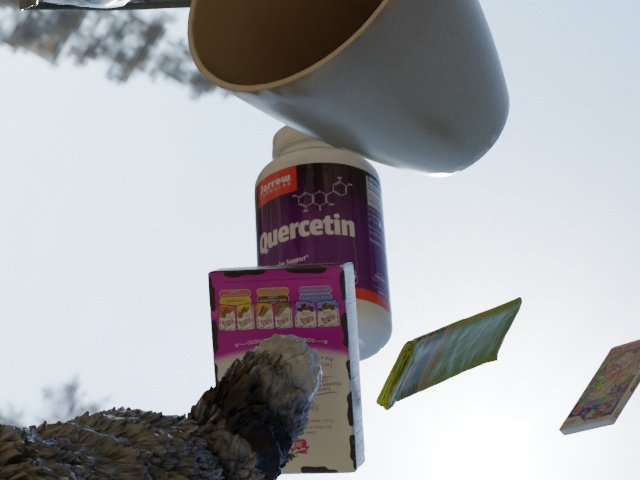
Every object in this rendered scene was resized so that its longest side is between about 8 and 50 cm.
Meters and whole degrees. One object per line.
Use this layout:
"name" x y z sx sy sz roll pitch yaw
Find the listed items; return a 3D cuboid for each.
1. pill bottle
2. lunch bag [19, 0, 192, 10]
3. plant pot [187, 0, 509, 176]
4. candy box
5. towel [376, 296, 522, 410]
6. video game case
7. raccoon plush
"pill bottle" 0.000 0.000 2.091 0.181 0.181 0.323 -38 -132 48
"lunch bag" -0.229 -0.409 1.894 0.169 0.287 0.235 -177 -96 -70
"plant pot" 0.060 -0.181 1.442 0.256 0.274 0.256 -22 -130 29
"candy box" -0.037 0.145 1.720 0.071 0.159 0.233 -13 100 -78
"towel" 0.163 0.135 1.849 0.021 0.237 0.102 41 -55 26
"video game case" 0.304 0.149 1.577 0.122 0.011 0.087 -51 -168 -29
"raccoon plush" -0.176 0.157 1.251 0.299 0.216 0.446 89 27 -51
